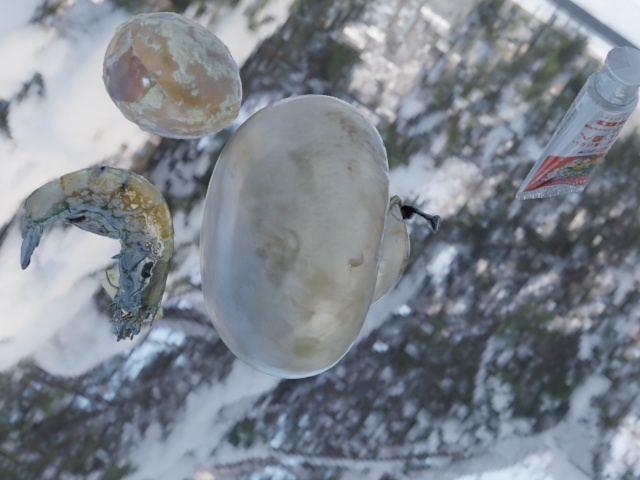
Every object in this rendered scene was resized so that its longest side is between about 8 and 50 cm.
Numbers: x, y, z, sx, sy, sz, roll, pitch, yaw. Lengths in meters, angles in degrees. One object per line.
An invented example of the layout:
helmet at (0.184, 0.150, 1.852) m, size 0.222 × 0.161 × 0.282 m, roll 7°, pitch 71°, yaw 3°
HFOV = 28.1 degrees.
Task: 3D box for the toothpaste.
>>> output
toothpaste at (0.286, -0.116, 1.382) m, size 0.089 × 0.234 × 0.057 m, roll -7°, pitch -119°, yaw -18°

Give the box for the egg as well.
egg at (-0.230, -0.255, 2.008) m, size 0.233 × 0.195 × 0.195 m, roll 40°, pitch -165°, yaw 2°

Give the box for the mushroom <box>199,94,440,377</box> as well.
mushroom at (0.000, 0.000, 1.632) m, size 0.294 × 0.362 × 0.362 m, roll 7°, pitch -157°, yaw -17°

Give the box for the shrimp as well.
shrimp at (-0.218, 0.014, 1.245) m, size 0.150 × 0.217 × 0.051 m, roll 8°, pitch -141°, yaw -2°

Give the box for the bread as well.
bread at (-0.344, 0.099, 2.329) m, size 0.154 × 0.068 × 0.028 m, roll 67°, pitch -164°, yaw -49°
